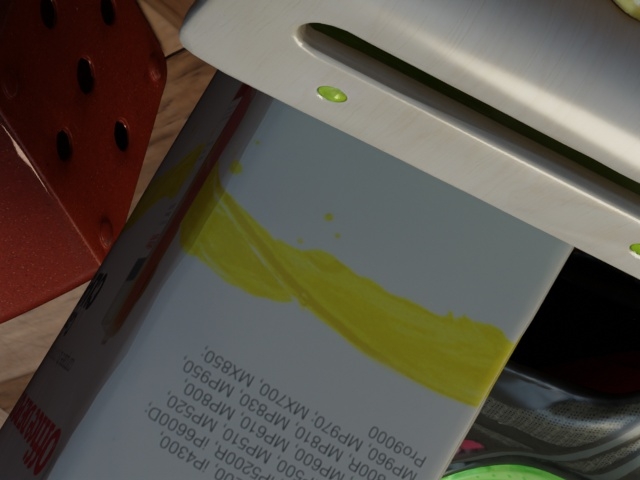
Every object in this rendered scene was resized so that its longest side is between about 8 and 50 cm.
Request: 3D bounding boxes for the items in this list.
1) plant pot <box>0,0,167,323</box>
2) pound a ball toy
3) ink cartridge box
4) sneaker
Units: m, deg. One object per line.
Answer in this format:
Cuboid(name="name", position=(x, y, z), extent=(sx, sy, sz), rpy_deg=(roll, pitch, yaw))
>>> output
Cuboid(name="plant pot", position=(-0.248, -0.094, 1.239), extent=(0.235, 0.267, 0.267), rpy_deg=(-4, 141, 20))
Cuboid(name="pound a ball toy", position=(0.092, -0.134, 0.764), extent=(0.319, 0.208, 0.135), rpy_deg=(27, 153, -17))
Cuboid(name="ink cartridge box", position=(0.000, 0.000, 0.980), extent=(0.160, 0.385, 0.279), rpy_deg=(31, 174, -11))
Cuboid(name="sneaker", position=(0.106, 0.076, 1.347), extent=(0.482, 0.185, 0.202), rpy_deg=(0, 124, 31))
